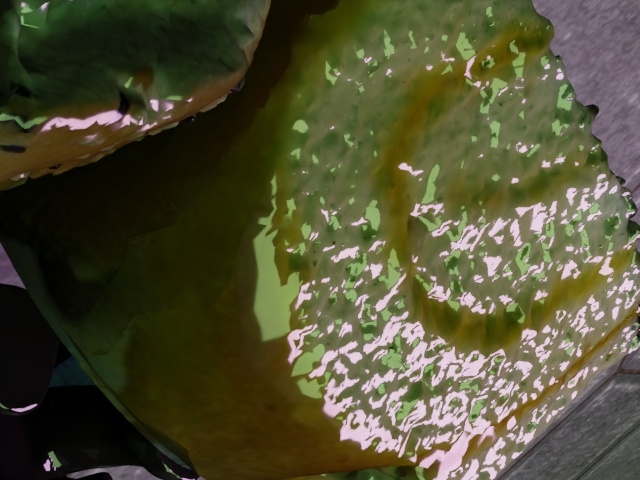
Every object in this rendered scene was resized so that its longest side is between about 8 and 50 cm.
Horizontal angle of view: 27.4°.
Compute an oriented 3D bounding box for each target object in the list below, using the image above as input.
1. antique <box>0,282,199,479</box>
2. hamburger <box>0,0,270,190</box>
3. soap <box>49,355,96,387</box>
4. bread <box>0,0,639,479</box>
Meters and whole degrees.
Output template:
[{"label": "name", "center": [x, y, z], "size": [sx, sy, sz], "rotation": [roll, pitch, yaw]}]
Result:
[{"label": "antique", "center": [-0.229, 0.134, 0.778], "size": [0.255, 0.185, 0.322], "rotation": [-18, 144, 38]}, {"label": "hamburger", "center": [-0.149, -0.095, 0.474], "size": [0.288, 0.168, 0.192], "rotation": [-11, -174, 40]}, {"label": "soap", "center": [-0.084, 0.104, 1.011], "size": [0.293, 0.077, 0.156], "rotation": [-13, 169, -35]}, {"label": "bread", "center": [0.000, 0.008, 0.691], "size": [0.264, 0.239, 0.395], "rotation": [-46, 136, -12]}]
